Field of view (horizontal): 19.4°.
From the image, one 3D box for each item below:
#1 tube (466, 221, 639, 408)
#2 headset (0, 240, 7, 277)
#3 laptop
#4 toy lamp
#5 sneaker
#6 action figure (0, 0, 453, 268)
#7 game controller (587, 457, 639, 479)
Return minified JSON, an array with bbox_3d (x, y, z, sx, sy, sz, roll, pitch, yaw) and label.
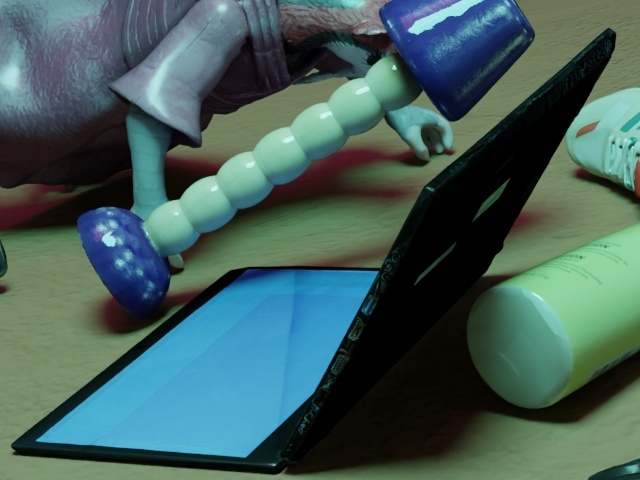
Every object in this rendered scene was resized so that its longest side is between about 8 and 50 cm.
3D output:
[{"bbox_3d":[0.167,0.014,0.934,0.240,0.062,0.070,-22,56,-43],"label":"tube"},{"bbox_3d":[-0.387,-0.003,1.231,0.394,0.185,0.243,-17,18,32],"label":"headset"},{"bbox_3d":[0.000,0.000,0.938,0.136,0.264,0.234,34,35,11],"label":"laptop"},{"bbox_3d":[-0.007,-0.059,1.049,0.275,0.080,0.080,-31,17,8],"label":"toy lamp"},{"bbox_3d":[0.195,-0.051,1.096,0.075,0.057,0.161,-20,23,-39],"label":"sneaker"},{"bbox_3d":[-0.080,-0.138,1.207,0.370,0.275,0.248,-13,8,39],"label":"action figure"},{"bbox_3d":[0.227,0.123,0.613,0.319,0.067,0.166,-5,35,19],"label":"game controller"}]
